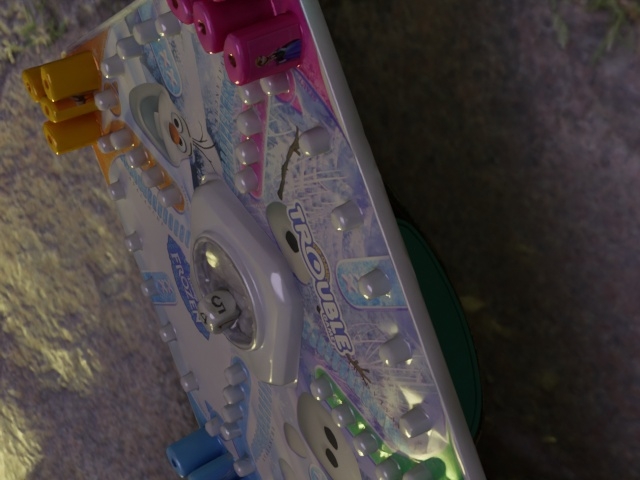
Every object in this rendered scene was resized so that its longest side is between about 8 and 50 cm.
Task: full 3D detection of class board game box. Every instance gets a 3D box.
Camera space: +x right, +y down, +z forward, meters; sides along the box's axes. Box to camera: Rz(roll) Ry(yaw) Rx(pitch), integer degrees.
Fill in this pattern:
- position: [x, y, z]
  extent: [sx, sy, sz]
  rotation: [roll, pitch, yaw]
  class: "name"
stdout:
- position: [-0.061, 0.034, 0.756]
  extent: [0.390, 0.050, 0.390]
  rotation: [-5, 106, 62]
  class: "board game box"

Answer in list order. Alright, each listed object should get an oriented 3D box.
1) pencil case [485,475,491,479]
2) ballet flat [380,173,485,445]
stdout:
- position: [0.064, 0.169, 0.818]
  extent: [0.209, 0.095, 0.098]
  rotation: [41, 142, 23]
  class: "pencil case"
- position: [0.000, 0.000, 0.805]
  extent: [0.123, 0.123, 0.348]
  rotation: [-31, 86, 43]
  class: "ballet flat"
